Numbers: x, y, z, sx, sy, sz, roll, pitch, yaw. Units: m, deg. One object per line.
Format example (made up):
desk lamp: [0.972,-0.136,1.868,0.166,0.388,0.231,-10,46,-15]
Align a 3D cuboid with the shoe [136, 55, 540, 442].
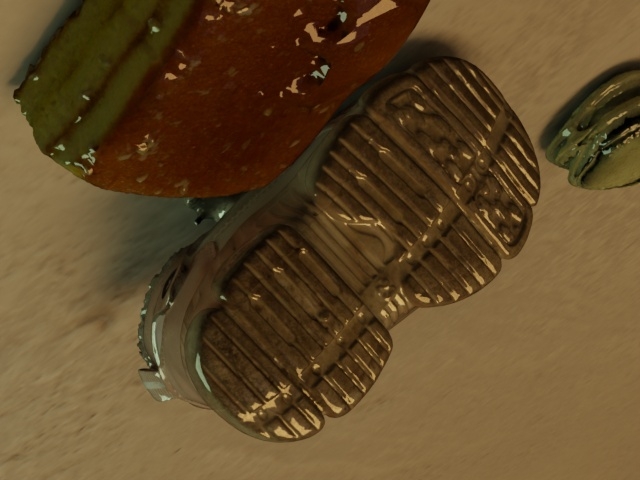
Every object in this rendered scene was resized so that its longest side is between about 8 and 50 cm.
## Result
shoe: [-0.001,-0.003,1.351,0.351,0.172,0.198,-41,-162,-26]

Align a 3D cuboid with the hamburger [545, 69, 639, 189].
hamburger: [0.273,-0.096,1.600,0.140,0.062,0.133,-5,145,-50]

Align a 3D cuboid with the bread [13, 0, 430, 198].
bread: [-0.050,-0.129,1.096,0.184,0.110,0.234,-4,143,-46]
